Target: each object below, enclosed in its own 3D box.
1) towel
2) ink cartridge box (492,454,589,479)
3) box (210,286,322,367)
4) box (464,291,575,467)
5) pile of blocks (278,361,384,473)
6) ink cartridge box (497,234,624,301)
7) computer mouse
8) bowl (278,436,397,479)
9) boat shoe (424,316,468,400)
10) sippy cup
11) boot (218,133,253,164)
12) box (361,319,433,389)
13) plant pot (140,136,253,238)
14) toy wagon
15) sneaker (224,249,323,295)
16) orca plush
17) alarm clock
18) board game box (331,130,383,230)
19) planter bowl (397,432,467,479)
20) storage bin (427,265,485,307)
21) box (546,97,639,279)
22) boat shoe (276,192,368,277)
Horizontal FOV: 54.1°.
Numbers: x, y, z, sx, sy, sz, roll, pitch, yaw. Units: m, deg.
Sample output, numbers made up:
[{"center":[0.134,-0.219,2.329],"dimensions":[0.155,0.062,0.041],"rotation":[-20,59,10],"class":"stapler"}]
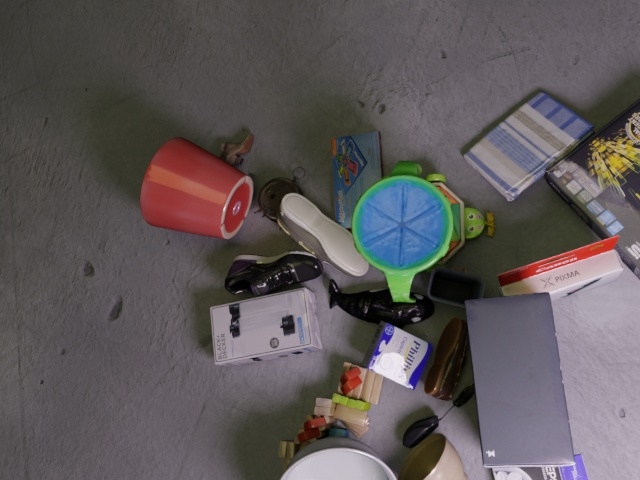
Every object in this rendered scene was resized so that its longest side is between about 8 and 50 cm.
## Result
[{"center":[0.542,-0.252,1.649],"dimensions":[0.285,0.034,0.209],"rotation":[-40,53,3],"class":"towel"},{"center":[0.520,0.609,1.431],"dimensions":[0.208,0.045,0.206],"rotation":[-14,71,13],"class":"ink cartridge box"},{"center":[-0.152,0.243,1.729],"dimensions":[0.290,0.087,0.169],"rotation":[-12,72,15],"class":"box"},{"center":[0.439,0.314,1.393],"dimensions":[0.179,0.312,0.343],"rotation":[-8,74,17],"class":"box"},{"center":[0.027,0.466,1.595],"dimensions":[0.149,0.112,0.362],"rotation":[37,89,23],"class":"pile of blocks"},{"center":[0.556,0.087,1.455],"dimensions":[0.275,0.239,0.060],"rotation":[-20,70,12],"class":"ink cartridge box"},{"center":[0.292,0.423,1.545],"dimensions":[0.242,0.071,0.041],"rotation":[-41,59,3],"class":"computer mouse"},{"center":[0.037,0.581,1.517],"dimensions":[0.298,0.134,0.297],"rotation":[-1,112,-2],"class":"bowl"},{"center":[0.327,0.298,1.572],"dimensions":[0.073,0.073,0.207],"rotation":[24,87,-18],"class":"boat shoe"},{"center":[0.209,-0.020,1.523],"dimensions":[0.240,0.224,0.305],"rotation":[38,91,18],"class":"sippy cup"},{"center":[-0.266,-0.287,1.937],"dimensions":[0.087,0.042,0.118],"rotation":[22,83,24],"class":"boot"},{"center":[0.194,0.288,1.583],"dimensions":[0.137,0.072,0.126],"rotation":[26,84,-6],"class":"box"},{"center":[-0.344,-0.133,1.819],"dimensions":[0.243,0.275,0.275],"rotation":[20,82,12],"class":"plant pot"},{"center":[0.286,-0.045,1.661],"dimensions":[0.344,0.068,0.267],"rotation":[-2,80,14],"class":"toy wagon"},{"center":[-0.131,0.108,1.728],"dimensions":[0.283,0.107,0.124],"rotation":[-6,37,24],"class":"sneaker"},{"center":[0.148,0.154,1.646],"dimensions":[0.287,0.102,0.151],"rotation":[21,83,22],"class":"orca plush"},{"center":[-0.107,-0.136,1.834],"dimensions":[0.129,0.064,0.192],"rotation":[31,84,23],"class":"alarm clock"},{"center":[0.108,-0.169,1.789],"dimensions":[0.145,0.027,0.281],"rotation":[-6,74,15],"class":"board game box"},{"center":[0.275,0.555,1.478],"dimensions":[0.109,0.162,0.162],"rotation":[44,92,-4],"class":"planter bowl"},{"center":[0.335,0.118,1.586],"dimensions":[0.135,0.091,0.098],"rotation":[13,81,2],"class":"storage bin"},{"center":[0.800,-0.115,1.509],"dimensions":[0.318,0.097,0.395],"rotation":[-39,66,9],"class":"box"},{"center":[0.003,-0.003,1.734],"dimensions":[0.305,0.091,0.109],"rotation":[42,52,6],"class":"boat shoe"}]
